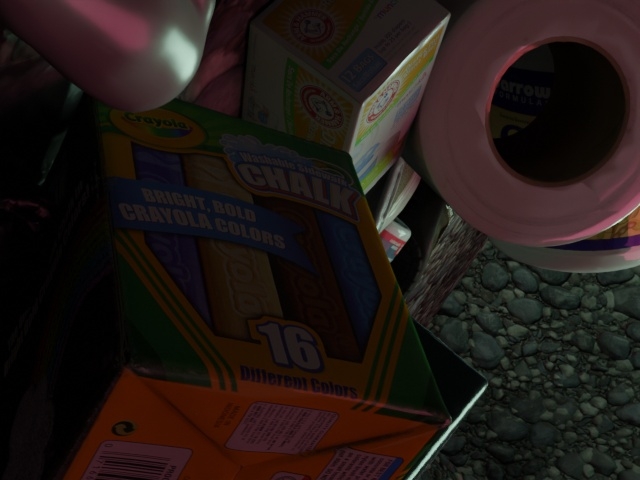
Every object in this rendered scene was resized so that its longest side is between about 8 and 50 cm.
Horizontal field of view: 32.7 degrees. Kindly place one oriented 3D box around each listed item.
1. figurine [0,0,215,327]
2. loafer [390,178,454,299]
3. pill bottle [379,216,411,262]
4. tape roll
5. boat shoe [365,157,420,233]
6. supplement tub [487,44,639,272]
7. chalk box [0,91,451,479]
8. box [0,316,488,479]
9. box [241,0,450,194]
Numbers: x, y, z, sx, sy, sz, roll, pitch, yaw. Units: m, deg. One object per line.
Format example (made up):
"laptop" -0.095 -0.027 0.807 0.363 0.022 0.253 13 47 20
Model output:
"figurine" -0.155 -0.065 0.444 0.215 0.092 0.209 -53 164 4
"loafer" 0.122 -0.049 1.396 0.130 0.134 0.366 -39 163 -45
"pill bottle" 0.014 0.030 1.291 0.180 0.108 0.108 -53 168 8
"tape roll" 0.185 -0.134 0.996 0.246 0.246 0.169 -54 -161 10
"boat shoe" 0.003 0.000 1.166 0.320 0.118 0.103 -53 163 -11
"supplement tub" 0.299 -0.156 1.234 0.241 0.241 0.331 -38 130 -49
"chalk box" -0.077 0.036 0.643 0.180 0.179 0.289 -56 -148 32
"box" -0.159 0.275 0.934 0.472 0.297 0.480 -56 168 28
"box" 0.011 -0.115 0.860 0.114 0.103 0.203 -47 167 -25
